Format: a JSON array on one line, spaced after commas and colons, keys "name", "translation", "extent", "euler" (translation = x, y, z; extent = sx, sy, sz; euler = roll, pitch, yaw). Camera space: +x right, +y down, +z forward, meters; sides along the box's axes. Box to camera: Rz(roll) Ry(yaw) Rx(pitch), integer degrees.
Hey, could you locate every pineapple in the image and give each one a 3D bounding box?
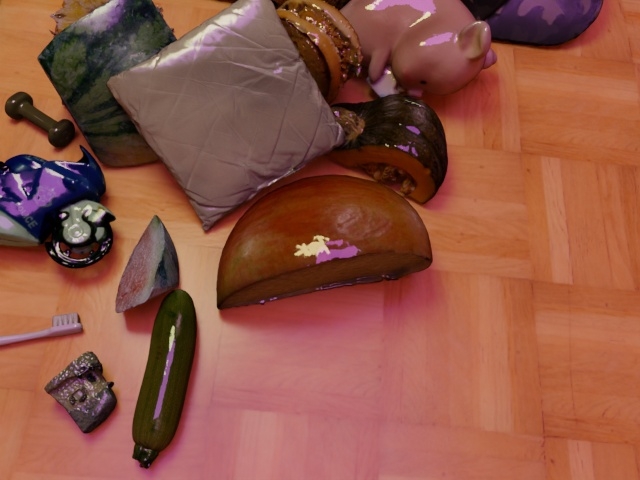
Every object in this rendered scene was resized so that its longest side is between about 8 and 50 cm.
[{"name": "pineapple", "translation": [-0.386, -0.402, 1.128], "extent": [0.221, 0.047, 0.221], "euler": [3, 64, -6]}]

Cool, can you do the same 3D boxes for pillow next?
[{"name": "pillow", "translation": [-0.139, -0.200, 0.957], "extent": [0.280, 0.076, 0.274], "euler": [-33, 113, -2]}]

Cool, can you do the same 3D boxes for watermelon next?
[{"name": "watermelon", "translation": [-0.325, -0.272, 1.006], "extent": [0.212, 0.262, 0.201], "euler": [-33, 44, -15]}, {"name": "watermelon", "translation": [-0.259, 0.041, 0.933], "extent": [0.094, 0.081, 0.180], "euler": [-2, 47, 15]}]

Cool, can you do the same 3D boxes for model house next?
[{"name": "model house", "translation": [-0.322, 0.211, 0.846], "extent": [0.078, 0.066, 0.083], "euler": [-41, 77, -19]}]

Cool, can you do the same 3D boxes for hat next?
[{"name": "hat", "translation": [0.369, -0.555, 1.201], "extent": [0.381, 0.257, 0.367], "euler": [0, 66, 15]}]

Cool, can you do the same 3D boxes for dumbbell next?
[{"name": "dumbbell", "translation": [-0.472, -0.204, 1.029], "extent": [0.117, 0.046, 0.052], "euler": [33, 62, 10]}]

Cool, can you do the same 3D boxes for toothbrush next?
[{"name": "toothbrush", "translation": [-0.519, 0.148, 0.875], "extent": [0.341, 0.025, 0.030], "euler": [-10, 61, -11]}]

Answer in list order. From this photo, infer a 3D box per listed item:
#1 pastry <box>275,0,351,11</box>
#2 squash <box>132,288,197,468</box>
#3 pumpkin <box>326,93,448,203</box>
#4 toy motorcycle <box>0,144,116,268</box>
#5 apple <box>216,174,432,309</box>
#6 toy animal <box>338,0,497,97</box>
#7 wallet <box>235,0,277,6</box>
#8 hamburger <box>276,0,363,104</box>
[{"name": "pastry", "translation": [0.035, -0.526, 1.124], "extent": [0.184, 0.284, 0.316], "euler": [51, 39, -29]}, {"name": "squash", "translation": [-0.217, 0.187, 0.867], "extent": [0.069, 0.069, 0.258], "euler": [7, 65, -3]}, {"name": "pumpkin", "translation": [0.108, -0.181, 1.036], "extent": [0.247, 0.126, 0.131], "euler": [23, 63, 5]}, {"name": "toy motorcycle", "translation": [-0.466, -0.075, 0.936], "extent": [0.330, 0.125, 0.197], "euler": [15, 63, -3]}, {"name": "apple", "translation": [0.000, 0.000, 0.945], "extent": [0.345, 0.254, 0.179], "euler": [-10, 110, -9]}, {"name": "toy animal", "translation": [0.160, -0.353, 1.086], "extent": [0.256, 0.195, 0.213], "euler": [46, 107, 6]}, {"name": "wallet", "translation": [-0.220, -0.557, 1.216], "extent": [0.309, 0.042, 0.165], "euler": [14, 66, -3]}, {"name": "hamburger", "translation": [-0.021, -0.323, 1.056], "extent": [0.118, 0.191, 0.182], "euler": [-43, 96, -28]}]
